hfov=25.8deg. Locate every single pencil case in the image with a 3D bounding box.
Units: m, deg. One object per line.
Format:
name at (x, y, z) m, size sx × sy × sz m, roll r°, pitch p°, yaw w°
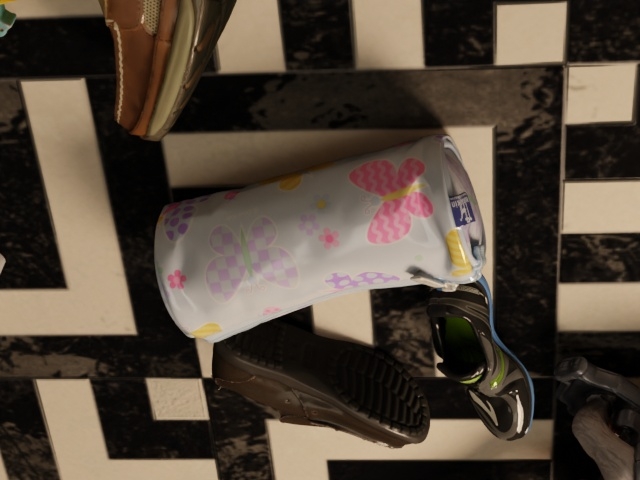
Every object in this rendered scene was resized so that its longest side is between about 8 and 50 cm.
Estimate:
pencil case at (0.000, 0.000, 1.150) m, size 0.273 × 0.113 × 0.124 m, roll -13°, pitch 103°, yaw 16°

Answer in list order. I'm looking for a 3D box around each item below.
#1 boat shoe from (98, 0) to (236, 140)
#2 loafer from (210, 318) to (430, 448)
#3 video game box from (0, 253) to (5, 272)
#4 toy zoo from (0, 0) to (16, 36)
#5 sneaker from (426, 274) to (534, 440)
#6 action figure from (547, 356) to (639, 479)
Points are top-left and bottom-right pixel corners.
boat shoe at (-0.115, -0.220, 0.992) m, size 0.119 × 0.123 × 0.324 m, roll 20°, pitch 131°, yaw 2°
loafer at (-0.003, 0.134, 1.286) m, size 0.220 × 0.080 × 0.078 m, roll 26°, pitch 135°, yaw -8°
video game box at (-0.418, 0.002, 1.237) m, size 0.187 × 0.048 × 0.205 m, roll -28°, pitch 120°, yaw 27°
toy zoo at (-0.258, -0.283, 1.012) m, size 0.192 × 0.030 × 0.293 m, roll -1°, pitch 128°, yaw 6°
sneaker at (0.134, 0.109, 1.237) m, size 0.067 × 0.078 × 0.188 m, roll -3°, pitch 127°, yaw 33°
action figure at (0.318, 0.273, 1.296) m, size 0.341 × 0.179 × 0.330 m, roll 27°, pitch 135°, yaw -10°
